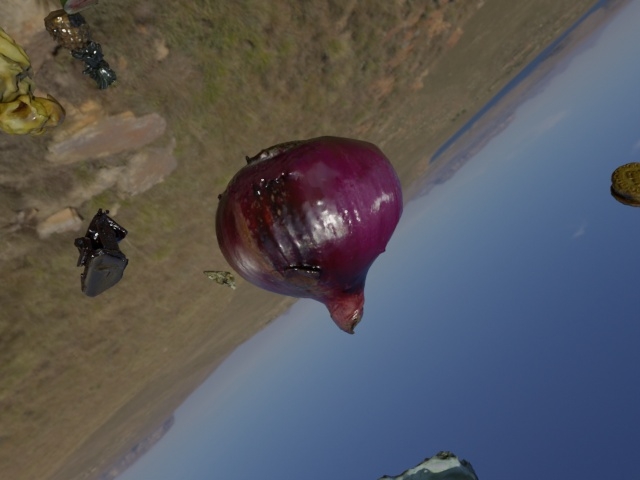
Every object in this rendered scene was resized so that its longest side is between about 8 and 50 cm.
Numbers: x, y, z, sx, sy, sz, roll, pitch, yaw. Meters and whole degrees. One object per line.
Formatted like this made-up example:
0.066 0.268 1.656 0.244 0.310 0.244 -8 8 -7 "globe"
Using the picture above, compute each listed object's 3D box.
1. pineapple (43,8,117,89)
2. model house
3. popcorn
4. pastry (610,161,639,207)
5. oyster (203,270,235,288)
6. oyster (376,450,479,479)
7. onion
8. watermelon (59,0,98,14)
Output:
-0.690 -0.556 1.399 0.111 0.237 0.119 -7 -131 16 "pineapple"
-0.595 0.032 1.260 0.141 0.164 0.203 -15 150 -52 "model house"
-0.653 -0.306 0.886 0.225 0.265 0.332 -43 144 9 "popcorn"
0.646 -0.112 0.971 0.109 0.097 0.057 -17 139 -1 "pastry"
-0.261 0.095 1.246 0.038 0.083 0.081 -61 -154 -1 "oyster"
0.181 0.387 0.720 0.252 0.200 0.087 8 99 -77 "oyster"
0.000 0.000 0.883 0.348 0.385 0.347 -21 -167 5 "onion"
-0.581 -0.588 1.116 0.087 0.069 0.163 -35 -161 -12 "watermelon"
